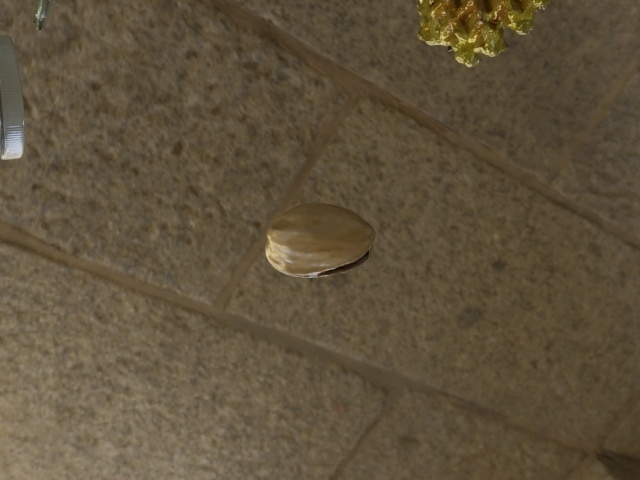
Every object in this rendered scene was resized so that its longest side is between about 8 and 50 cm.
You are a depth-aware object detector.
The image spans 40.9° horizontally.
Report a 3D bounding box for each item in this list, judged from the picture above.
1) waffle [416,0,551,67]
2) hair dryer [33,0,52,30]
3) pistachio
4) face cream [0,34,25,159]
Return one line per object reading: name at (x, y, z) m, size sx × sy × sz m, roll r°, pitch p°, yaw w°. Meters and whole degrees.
waffle at (0.214, -0.356, 1.075) m, size 0.060 × 0.262 × 0.281 m, roll 14°, pitch 100°, yaw -36°
hair dryer at (-0.481, -0.507, 1.605) m, size 0.088 × 0.218 × 0.225 m, roll -17°, pitch 112°, yaw -47°
pistachio at (0.000, 0.000, 1.772) m, size 0.229 × 0.157 × 0.157 m, roll -1°, pitch 119°, yaw -4°
face cream at (-0.575, -0.220, 1.344) m, size 0.187 × 0.201 × 0.201 m, roll -7°, pitch 121°, yaw -25°
